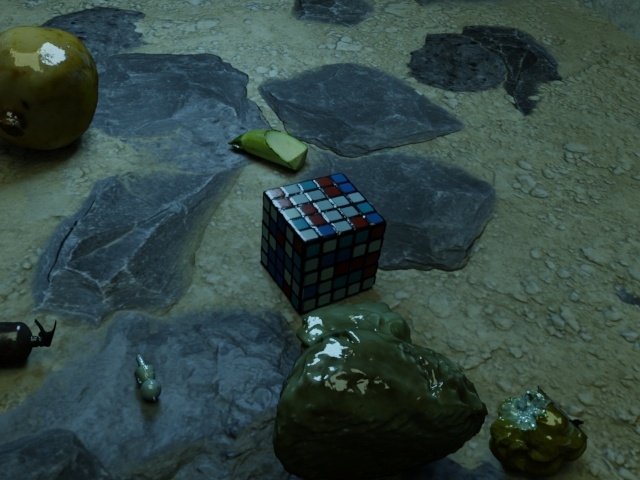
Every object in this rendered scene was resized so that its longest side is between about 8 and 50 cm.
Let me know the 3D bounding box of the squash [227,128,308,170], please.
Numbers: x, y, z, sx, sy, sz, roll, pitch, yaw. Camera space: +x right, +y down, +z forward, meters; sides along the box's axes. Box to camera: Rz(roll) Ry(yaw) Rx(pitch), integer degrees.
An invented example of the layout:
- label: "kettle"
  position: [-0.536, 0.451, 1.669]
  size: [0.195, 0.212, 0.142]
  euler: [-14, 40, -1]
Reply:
- label: "squash"
  position: [-0.137, -0.237, 1.699]
  size: [0.200, 0.075, 0.090]
  euler: [17, 67, 14]

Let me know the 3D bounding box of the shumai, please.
- label: "shumai"
  position: [0.052, 0.191, 1.038]
  size: [0.330, 0.292, 0.288]
  euler: [25, 41, -38]

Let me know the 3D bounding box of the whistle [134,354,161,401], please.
- label: "whistle"
  position: [-0.292, 0.232, 1.156]
  size: [0.035, 0.035, 0.100]
  euler: [-14, 43, -23]

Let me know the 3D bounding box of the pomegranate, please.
- label: "pomegranate"
  position: [-0.658, -0.359, 1.606]
  size: [0.308, 0.307, 0.307]
  euler: [4, 40, -3]

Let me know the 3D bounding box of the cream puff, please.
- label: "cream puff"
  position: [0.340, 0.310, 1.098]
  size: [0.156, 0.156, 0.121]
  euler: [-33, 96, -37]

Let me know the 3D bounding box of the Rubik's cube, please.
- label: "Rubik's cube"
  position: [0.000, 0.000, 1.355]
  size: [0.187, 0.182, 0.184]
  euler: [-17, 45, -26]

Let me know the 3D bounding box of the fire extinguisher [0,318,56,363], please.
- label: "fire extinguisher"
  position: [-0.577, 0.167, 1.149]
  size: [0.268, 0.089, 0.072]
  euler: [-1, 39, -9]
